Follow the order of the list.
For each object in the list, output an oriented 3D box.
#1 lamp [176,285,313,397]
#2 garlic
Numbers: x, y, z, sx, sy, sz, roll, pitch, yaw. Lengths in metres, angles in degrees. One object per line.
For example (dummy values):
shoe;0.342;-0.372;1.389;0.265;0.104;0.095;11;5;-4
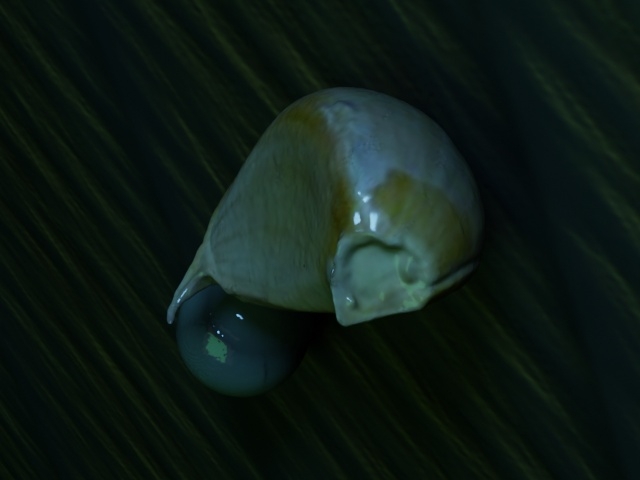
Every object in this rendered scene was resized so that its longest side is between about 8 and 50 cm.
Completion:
lamp;-0.057;0.066;1.107;0.105;0.105;0.105;29;136;32
garlic;0.005;-0.009;0.928;0.145;0.164;0.245;48;153;-19
